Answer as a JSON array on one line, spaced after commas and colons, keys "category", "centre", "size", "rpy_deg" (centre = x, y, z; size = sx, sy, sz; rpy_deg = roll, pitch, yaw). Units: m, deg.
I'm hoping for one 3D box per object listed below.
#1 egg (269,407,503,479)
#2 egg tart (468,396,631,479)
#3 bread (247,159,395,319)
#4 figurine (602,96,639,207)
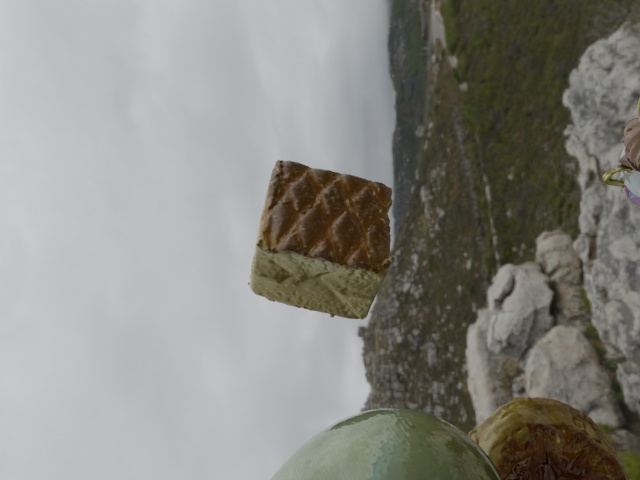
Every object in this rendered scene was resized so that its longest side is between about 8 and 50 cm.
[{"category": "egg", "centre": [0.038, 0.286, 0.506], "size": [0.218, 0.295, 0.218], "rpy_deg": [52, 165, 21]}, {"category": "egg tart", "centre": [0.390, 0.515, 1.045], "size": [0.178, 0.442, 0.444], "rpy_deg": [153, 118, -66]}, {"category": "bread", "centre": [0.000, 0.000, 1.228], "size": [0.207, 0.278, 0.279], "rpy_deg": [108, 170, -49]}, {"category": "figurine", "centre": [0.510, -0.138, 0.787], "size": [0.263, 0.189, 0.142], "rpy_deg": [57, -165, -63]}]
